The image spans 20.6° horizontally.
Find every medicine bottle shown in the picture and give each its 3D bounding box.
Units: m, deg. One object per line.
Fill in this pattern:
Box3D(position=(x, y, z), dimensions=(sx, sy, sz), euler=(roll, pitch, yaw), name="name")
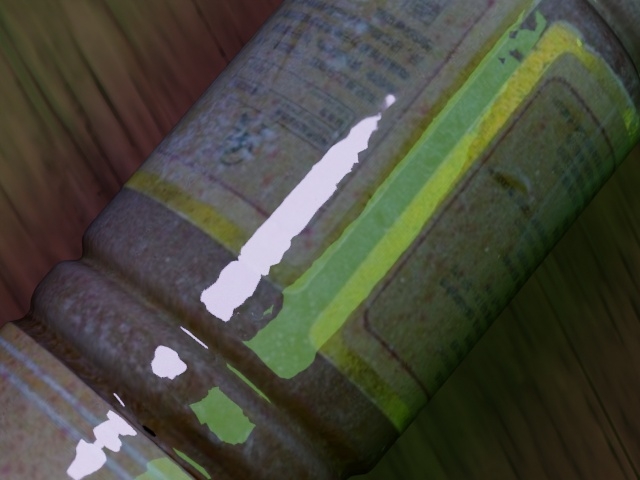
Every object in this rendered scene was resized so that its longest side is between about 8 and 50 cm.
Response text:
Box3D(position=(0.000, 0.000, 0.716), dimensions=(0.151, 0.151, 0.322), euler=(44, 80, -24), name="medicine bottle")
